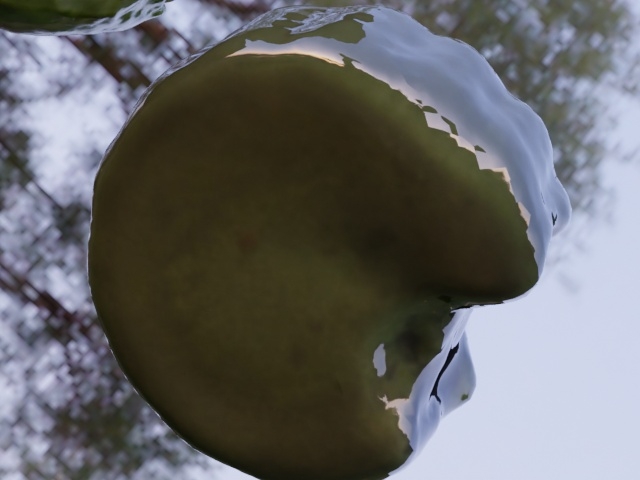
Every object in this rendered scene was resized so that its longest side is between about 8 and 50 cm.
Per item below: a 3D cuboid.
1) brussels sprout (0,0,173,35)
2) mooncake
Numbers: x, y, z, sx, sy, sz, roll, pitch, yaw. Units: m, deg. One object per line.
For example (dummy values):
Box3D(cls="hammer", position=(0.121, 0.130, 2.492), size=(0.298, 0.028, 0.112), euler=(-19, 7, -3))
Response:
Box3D(cls="brussels sprout", position=(-0.188, -0.253, 1.255), size=(0.271, 0.210, 0.219), euler=(19, 29, -48))
Box3D(cls="mooncake", position=(0.000, 0.000, 1.298), size=(0.351, 0.187, 0.351), euler=(5, -68, 13))
